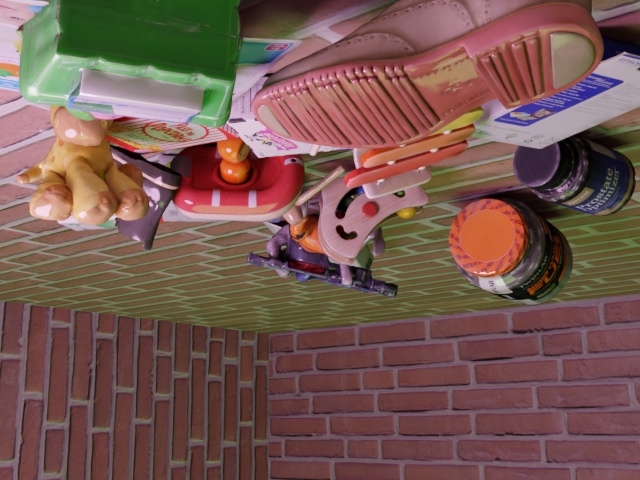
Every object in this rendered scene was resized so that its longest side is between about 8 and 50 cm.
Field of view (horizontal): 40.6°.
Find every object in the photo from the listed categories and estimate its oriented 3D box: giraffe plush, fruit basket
[{"bbox_3d":[-0.335,-0.139,1.234,0.181,0.170,0.210,-7,-149,-35],"label":"giraffe plush"},{"bbox_3d":[-0.233,-0.195,1.022,0.327,0.165,0.353,5,167,-23],"label":"fruit basket"}]

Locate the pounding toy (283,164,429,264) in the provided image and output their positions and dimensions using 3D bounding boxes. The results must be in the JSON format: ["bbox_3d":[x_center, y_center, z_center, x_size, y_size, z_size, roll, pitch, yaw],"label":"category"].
[{"bbox_3d":[0.069,-0.051,1.582,0.270,0.154,0.155,-17,169,-8],"label":"pounding toy"}]

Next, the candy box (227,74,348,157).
[{"bbox_3d":[-0.023,-0.186,1.279,0.196,0.070,0.165,-4,167,12],"label":"candy box"}]

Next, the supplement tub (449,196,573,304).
[{"bbox_3d":[0.420,0.023,1.913,0.207,0.207,0.338,-8,166,29],"label":"supplement tub"}]

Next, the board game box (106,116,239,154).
[{"bbox_3d":[-0.245,-0.185,1.332,0.194,0.045,0.147,-7,166,26],"label":"board game box"}]

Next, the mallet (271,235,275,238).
[{"bbox_3d":[-0.082,0.003,2.075,0.062,0.039,0.190,30,174,-33],"label":"mallet"}]

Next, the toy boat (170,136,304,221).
[{"bbox_3d":[-0.141,-0.126,1.458,0.231,0.151,0.151,1,138,-5],"label":"toy boat"}]

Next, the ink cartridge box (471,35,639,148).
[{"bbox_3d":[0.355,-0.211,1.202,0.165,0.065,0.333,7,167,-28],"label":"ink cartridge box"}]

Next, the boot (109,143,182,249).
[{"bbox_3d":[-0.336,-0.082,1.442,0.198,0.137,0.077,26,-171,30],"label":"boot"}]

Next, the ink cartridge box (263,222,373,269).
[{"bbox_3d":[0.000,0.000,2.138,0.239,0.060,0.275,23,172,14],"label":"ink cartridge box"}]

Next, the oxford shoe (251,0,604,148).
[{"bbox_3d":[0.108,-0.209,0.974,0.397,0.146,0.140,-10,149,21],"label":"oxford shoe"}]

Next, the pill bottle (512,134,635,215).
[{"bbox_3d":[0.433,-0.117,1.483,0.219,0.122,0.123,10,163,-40],"label":"pill bottle"}]

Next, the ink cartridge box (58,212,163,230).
[{"bbox_3d":[-0.455,-0.042,1.948,0.181,0.056,0.225,-3,165,14],"label":"ink cartridge box"}]

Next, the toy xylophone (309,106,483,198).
[{"bbox_3d":[0.115,-0.160,1.165,0.236,0.081,0.322,-20,163,-15],"label":"toy xylophone"}]

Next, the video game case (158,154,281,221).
[{"bbox_3d":[-0.189,-0.096,1.691,0.244,0.061,0.269,2,167,-8],"label":"video game case"}]

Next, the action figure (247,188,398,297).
[{"bbox_3d":[0.035,0.004,1.848,0.341,0.178,0.330,15,163,-15],"label":"action figure"}]
